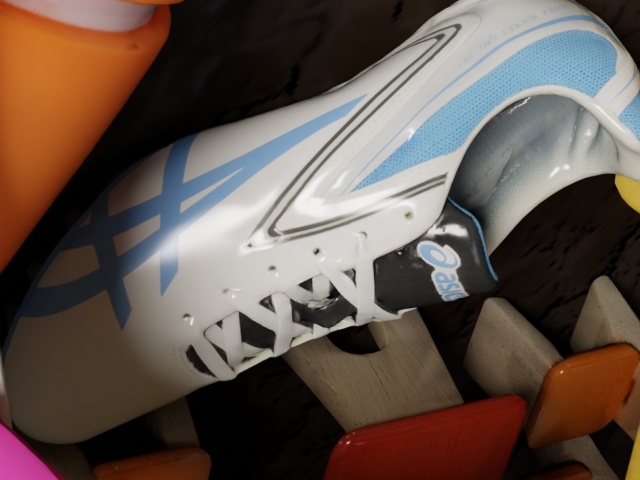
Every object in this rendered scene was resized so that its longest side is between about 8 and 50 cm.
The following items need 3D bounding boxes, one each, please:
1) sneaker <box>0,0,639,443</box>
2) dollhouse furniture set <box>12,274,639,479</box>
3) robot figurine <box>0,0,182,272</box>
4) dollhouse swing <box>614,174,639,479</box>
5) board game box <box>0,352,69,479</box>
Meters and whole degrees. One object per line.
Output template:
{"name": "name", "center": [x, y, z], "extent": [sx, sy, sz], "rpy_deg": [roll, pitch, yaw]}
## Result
{"name": "sneaker", "center": [0.000, 0.000, 0.522], "extent": [0.237, 0.086, 0.085], "rpy_deg": [-32, 142, -1]}
{"name": "dollhouse furniture set", "center": [0.016, 0.158, 0.651], "extent": [0.262, 0.135, 0.259], "rpy_deg": [-10, 135, -26]}
{"name": "robot figurine", "center": [-0.104, -0.056, 0.364], "extent": [0.158, 0.128, 0.219], "rpy_deg": [22, 116, -37]}
{"name": "dollhouse swing", "center": [0.305, 0.046, 0.580], "extent": [0.346, 0.305, 0.315], "rpy_deg": [14, 165, -42]}
{"name": "board game box", "center": [-0.182, 0.053, 0.157], "extent": [0.390, 0.050, 0.390], "rpy_deg": [-39, 151, -32]}
